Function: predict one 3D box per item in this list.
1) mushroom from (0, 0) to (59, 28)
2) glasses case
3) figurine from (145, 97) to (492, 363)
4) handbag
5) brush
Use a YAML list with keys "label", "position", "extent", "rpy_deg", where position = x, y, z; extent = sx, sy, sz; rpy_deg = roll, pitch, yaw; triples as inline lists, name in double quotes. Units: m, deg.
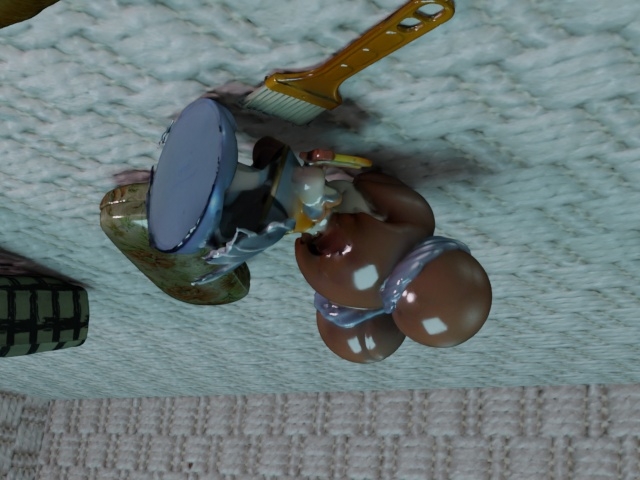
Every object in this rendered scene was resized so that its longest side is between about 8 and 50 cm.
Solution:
- label: "mushroom"
  position: [-0.340, -0.214, 0.733]
  extent: [0.267, 0.254, 0.267]
  rpy_deg: [28, 178, 1]
- label: "glasses case"
  position: [-0.218, 0.016, 1.494]
  extent: [0.157, 0.098, 0.425]
  rpy_deg: [-1, 160, 8]
- label: "figurine"
  position: [0.001, -0.001, 1.153]
  extent: [0.388, 0.248, 0.277]
  rpy_deg: [17, 160, -33]
- label: "handbag"
  position: [-0.686, 0.148, 1.873]
  extent: [0.327, 0.162, 0.325]
  rpy_deg: [-2, 176, 23]
- label: "brush"
  position: [0.027, -0.181, 0.965]
  extent: [0.090, 0.017, 0.314]
  rpy_deg: [15, 159, -31]
